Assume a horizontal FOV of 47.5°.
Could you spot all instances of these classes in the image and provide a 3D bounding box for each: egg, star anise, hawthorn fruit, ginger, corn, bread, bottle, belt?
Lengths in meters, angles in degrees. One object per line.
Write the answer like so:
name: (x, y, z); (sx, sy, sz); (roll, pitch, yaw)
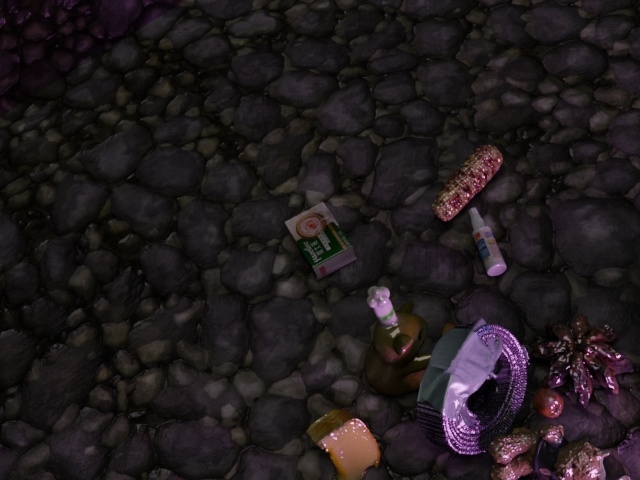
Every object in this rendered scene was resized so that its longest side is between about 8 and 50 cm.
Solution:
egg: (0.350, 0.251, 1.891); (0.071, 0.071, 0.083); (-22, 40, -3)
star anise: (0.645, 0.279, 1.789); (0.236, 0.109, 0.223); (23, 60, 27)
hawthorn fruit: (0.542, 0.386, 1.771); (0.066, 0.067, 0.103); (-34, 30, -12)
ginger: (0.507, 0.469, 1.725); (0.137, 0.044, 0.057); (-5, 38, 7)
corn: (0.429, -0.166, 2.146); (0.098, 0.098, 0.290); (32, 71, 29)
bread: (0.058, 0.507, 1.790); (0.140, 0.169, 0.160); (-33, 96, -10)
bottle: (0.462, -0.002, 2.046); (0.060, 0.060, 0.217); (-14, 55, 3)
belt: (0.356, 0.345, 1.712); (0.325, 0.260, 0.122); (-50, 25, -23)

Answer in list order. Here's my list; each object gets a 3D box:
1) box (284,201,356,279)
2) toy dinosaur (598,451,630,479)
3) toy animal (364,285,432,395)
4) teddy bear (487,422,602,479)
box: (0.000, 0.000, 2.133); (0.135, 0.081, 0.199); (-29, 53, -8)
toy dinosaur: (0.699, 0.586, 1.561); (0.205, 0.092, 0.393); (-32, 53, 1)
toy animal: (0.200, 0.243, 1.768); (0.180, 0.363, 0.181); (-24, 57, -22)
teddy bear: (0.504, 0.484, 1.639); (0.251, 0.182, 0.129); (0, 32, 30)
